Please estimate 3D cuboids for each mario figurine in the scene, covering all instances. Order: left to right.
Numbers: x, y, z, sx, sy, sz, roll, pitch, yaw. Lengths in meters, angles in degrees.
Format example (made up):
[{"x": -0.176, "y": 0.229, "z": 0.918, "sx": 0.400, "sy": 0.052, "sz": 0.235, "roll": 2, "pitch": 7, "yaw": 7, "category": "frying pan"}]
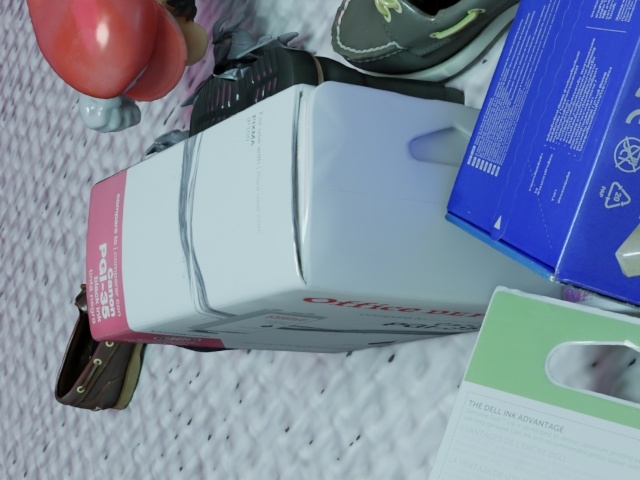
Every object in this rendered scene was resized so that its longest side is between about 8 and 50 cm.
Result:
[{"x": -0.132, "y": -0.213, "z": 1.216, "sx": 0.320, "sy": 0.170, "sz": 0.198, "roll": -77, "pitch": -21, "yaw": -53, "category": "mario figurine"}]

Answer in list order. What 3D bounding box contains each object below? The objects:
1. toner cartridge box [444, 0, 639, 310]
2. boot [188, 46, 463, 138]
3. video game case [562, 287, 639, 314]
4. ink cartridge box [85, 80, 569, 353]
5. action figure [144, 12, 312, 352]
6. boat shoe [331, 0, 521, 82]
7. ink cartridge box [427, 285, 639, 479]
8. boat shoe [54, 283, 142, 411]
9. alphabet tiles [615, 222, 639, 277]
[{"x": 0.172, "y": -0.149, "z": 0.691, "sx": 0.165, "sy": 0.075, "sz": 0.348, "roll": -136, "pitch": 64, "yaw": -74, "category": "toner cartridge box"}, {"x": -0.005, "y": -0.078, "z": 1.008, "sx": 0.198, "sy": 0.137, "sz": 0.077, "roll": -10, "pitch": 78, "yaw": 62, "category": "boot"}, {"x": 0.178, "y": -0.033, "z": 0.753, "sx": 0.157, "sy": 0.019, "sz": 0.143, "roll": 164, "pitch": 115, "yaw": -72, "category": "video game case"}, {"x": 0.000, "y": 0.000, "z": 0.901, "sx": 0.283, "sy": 0.207, "sz": 0.117, "roll": -16, "pitch": 71, "yaw": 57, "category": "ink cartridge box"}, {"x": -0.078, "y": -0.058, "z": 1.154, "sx": 0.185, "sy": 0.099, "sz": 0.285, "roll": 142, "pitch": 132, "yaw": -61, "category": "action figure"}, {"x": 0.088, "y": -0.180, "z": 0.908, "sx": 0.305, "sy": 0.091, "sz": 0.109, "roll": -20, "pitch": 67, "yaw": 56, "category": "boat shoe"}, {"x": 0.132, "y": 0.156, "z": 0.737, "sx": 0.171, "sy": 0.056, "sz": 0.235, "roll": 13, "pitch": 72, "yaw": 32, "category": "ink cartridge box"}, {"x": -0.199, "y": 0.068, "z": 1.348, "sx": 0.073, "sy": 0.073, "sz": 0.207, "roll": 34, "pitch": 111, "yaw": 57, "category": "boat shoe"}, {"x": 0.265, "y": -0.053, "z": 0.389, "sx": 0.342, "sy": 0.285, "sz": 0.011, "roll": -11, "pitch": 109, "yaw": 37, "category": "alphabet tiles"}]
